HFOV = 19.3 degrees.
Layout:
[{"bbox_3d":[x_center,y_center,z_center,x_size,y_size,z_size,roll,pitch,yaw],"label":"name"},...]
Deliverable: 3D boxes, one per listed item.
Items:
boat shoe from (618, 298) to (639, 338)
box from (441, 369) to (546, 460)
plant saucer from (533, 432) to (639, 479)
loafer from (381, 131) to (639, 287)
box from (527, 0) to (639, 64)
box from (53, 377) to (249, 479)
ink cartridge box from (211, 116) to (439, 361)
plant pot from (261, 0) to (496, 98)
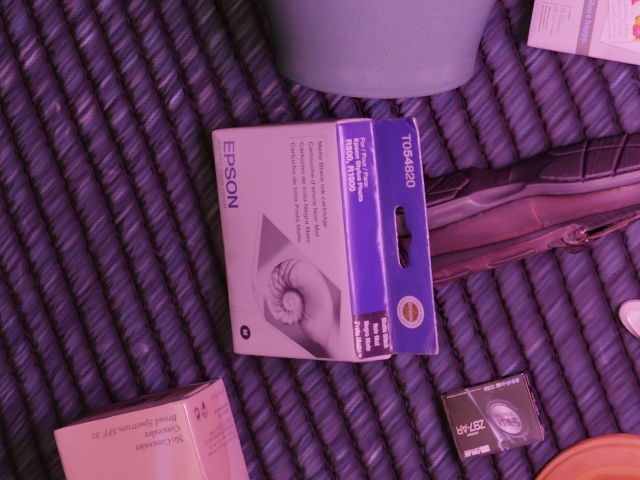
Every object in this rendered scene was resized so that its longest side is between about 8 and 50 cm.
[{"bbox_3d":[0.314,0.089,1.711,0.100,0.035,0.035,37,105,8],"label":"boat shoe"},{"bbox_3d":[0.163,0.165,1.770,0.083,0.018,0.067,-16,92,16],"label":"box"},{"bbox_3d":[0.280,0.280,1.743,0.200,0.037,0.200,2,97,15],"label":"plant saucer"},{"bbox_3d":[0.204,-0.025,1.705,0.303,0.109,0.095,-11,112,22],"label":"loafer"},{"bbox_3d":[0.289,-0.229,1.679,0.186,0.038,0.145,12,100,12],"label":"box"},{"bbox_3d":[-0.135,0.304,1.813,0.148,0.121,0.311,-16,92,16],"label":"box"},{"bbox_3d":[0.000,0.000,1.733,0.224,0.045,0.223,-1,97,41],"label":"ink cartridge box"},{"bbox_3d":[0.050,-0.268,1.636,0.272,0.271,0.255,8,114,14],"label":"plant pot"}]
